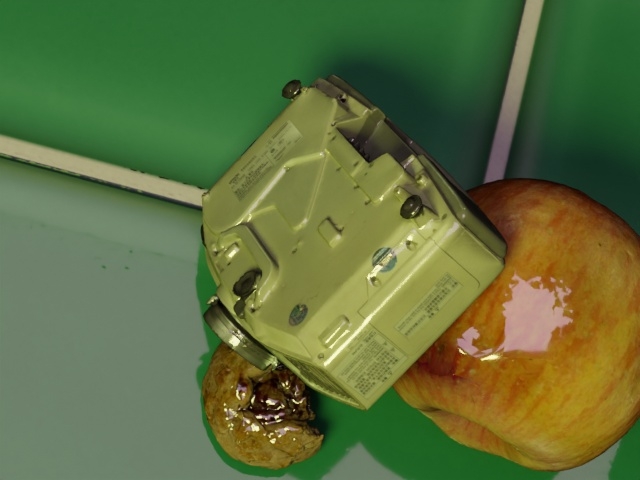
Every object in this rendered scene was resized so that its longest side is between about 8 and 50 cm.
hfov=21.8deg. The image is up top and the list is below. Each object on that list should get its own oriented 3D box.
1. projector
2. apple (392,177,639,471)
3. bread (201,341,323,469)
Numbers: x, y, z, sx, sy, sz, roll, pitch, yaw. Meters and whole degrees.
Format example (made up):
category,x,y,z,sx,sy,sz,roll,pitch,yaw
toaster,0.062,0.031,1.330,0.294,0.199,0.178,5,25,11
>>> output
category,x,y,z,sx,sy,sz,roll,pitch,yaw
projector,0.000,0.000,1.176,0.193,0.269,0.088,-47,122,6
apple,0.147,0.061,1.202,0.211,0.211,0.188,31,76,4
bread,-0.047,0.117,1.245,0.082,0.060,0.113,-17,78,-13
